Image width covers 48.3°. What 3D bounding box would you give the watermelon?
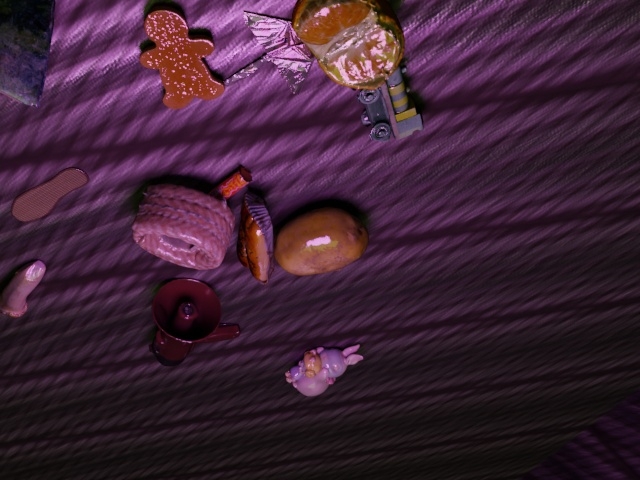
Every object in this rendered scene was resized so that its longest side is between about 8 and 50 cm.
[{"bbox_3d":[-0.614,-0.339,1.317,0.283,0.250,0.292,2,136,-1],"label":"watermelon"}]

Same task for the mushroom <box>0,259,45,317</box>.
[{"bbox_3d":[-0.817,0.132,1.953,0.084,0.071,0.209,43,121,-1],"label":"mushroom"}]

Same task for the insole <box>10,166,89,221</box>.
[{"bbox_3d":[-0.667,-0.110,1.746,0.253,0.005,0.086,-29,134,24],"label":"insole"}]

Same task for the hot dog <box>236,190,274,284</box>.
[{"bbox_3d":[-0.167,-0.001,1.811,0.082,0.162,0.270,-14,141,-15],"label":"hot dog"}]

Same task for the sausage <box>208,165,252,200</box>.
[{"bbox_3d":[-0.232,-0.127,1.751,0.145,0.048,0.050,-31,136,30],"label":"sausage"}]

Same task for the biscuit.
[{"bbox_3d":[-0.290,-0.377,1.467,0.158,0.035,0.240,-11,139,3],"label":"biscuit"}]

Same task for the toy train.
[{"bbox_3d":[0.144,-0.310,1.570,0.132,0.083,0.200,-22,137,1],"label":"toy train"}]

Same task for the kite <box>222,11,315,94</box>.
[{"bbox_3d":[-0.105,-0.386,1.497,0.250,0.012,0.229,-24,132,19],"label":"kite"}]

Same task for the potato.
[{"bbox_3d":[0.000,0.002,1.846,0.228,0.148,0.197,-33,119,25],"label":"potato"}]

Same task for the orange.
[{"bbox_3d":[0.050,-0.413,1.374,0.179,0.158,0.237,-30,133,29],"label":"orange"}]

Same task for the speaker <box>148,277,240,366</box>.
[{"bbox_3d":[-0.381,0.246,2.122,0.259,0.198,0.329,-34,166,-28],"label":"speaker"}]

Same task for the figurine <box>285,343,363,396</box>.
[{"bbox_3d":[0.013,0.404,2.332,0.155,0.127,0.235,33,121,-24],"label":"figurine"}]

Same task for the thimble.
[{"bbox_3d":[-0.331,-0.034,1.742,0.229,0.148,0.196,16,152,-3],"label":"thimble"}]
